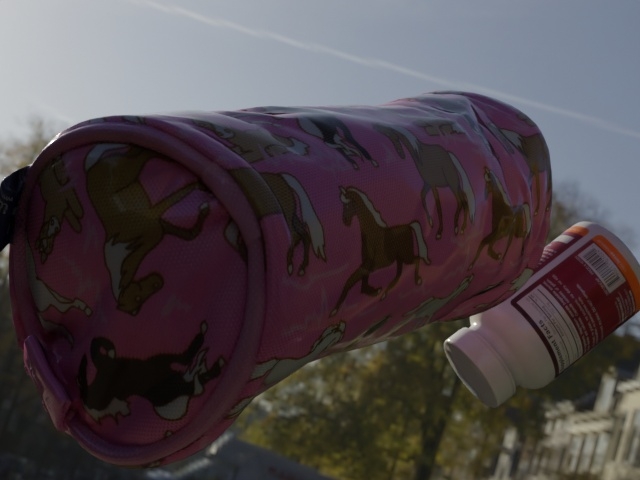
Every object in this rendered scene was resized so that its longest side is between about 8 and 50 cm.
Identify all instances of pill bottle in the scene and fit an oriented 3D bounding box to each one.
[{"bbox_3d":[0.173,0.059,1.004,0.086,0.152,0.086,50,-14,17],"label":"pill bottle"}]

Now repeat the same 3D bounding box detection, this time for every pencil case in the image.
[{"bbox_3d":[0.000,0.000,0.713,0.167,0.160,0.386,10,13,29],"label":"pencil case"}]
